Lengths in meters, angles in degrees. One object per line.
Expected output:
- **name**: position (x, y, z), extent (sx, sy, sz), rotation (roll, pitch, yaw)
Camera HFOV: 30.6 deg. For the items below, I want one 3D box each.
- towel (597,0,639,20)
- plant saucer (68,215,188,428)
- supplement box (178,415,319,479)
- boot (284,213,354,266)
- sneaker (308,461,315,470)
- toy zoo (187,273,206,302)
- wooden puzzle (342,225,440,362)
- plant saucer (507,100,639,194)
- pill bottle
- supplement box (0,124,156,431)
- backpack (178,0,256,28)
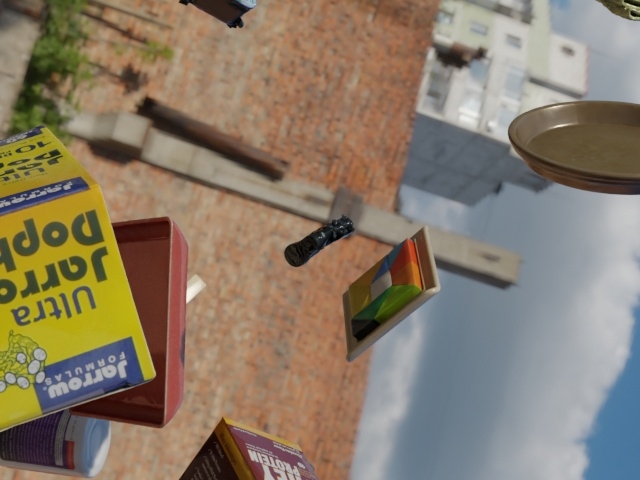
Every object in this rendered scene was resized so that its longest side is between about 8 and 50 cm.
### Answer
- **towel**: position (0.337, -0.239, 1.207), extent (0.148, 0.110, 0.027), rotation (-98, -155, -67)
- **plant saucer**: position (-0.247, 0.106, 1.525), extent (0.258, 0.048, 0.259), rotation (-4, -98, 52)
- **supplement box**: position (-0.093, 0.359, 1.419), extent (0.194, 0.129, 0.191), rotation (-55, -145, 11)
- **boot**: position (0.000, 0.000, 2.110), extent (0.099, 0.045, 0.121), rotation (-29, 175, -38)
- **sneaker**: position (0.008, 0.448, 1.929), extent (0.083, 0.118, 0.222), rotation (-73, 168, -48)
- **toy zoo**: position (-0.323, 0.175, 2.074), extent (0.192, 0.030, 0.293), rotation (-45, -177, -36)
- **wooden puzzle**: position (0.119, 0.091, 2.142), extent (0.221, 0.044, 0.238), rotation (-41, -159, 21)
- **plant saucer**: position (0.388, -0.124, 1.558), extent (0.278, 0.278, 0.041), rotation (-95, -175, -63)
- **pill bottle**: position (-0.412, 0.280, 1.697), extent (0.108, 0.193, 0.108), rotation (5, 90, -79)
- **supplement box**: position (-0.314, 0.026, 1.158), extent (0.356, 0.194, 0.195), rotation (-146, -140, -65)
- **backpack**: position (-0.124, -0.350, 1.494), extent (0.084, 0.105, 0.114), rotation (-34, -134, 42)
